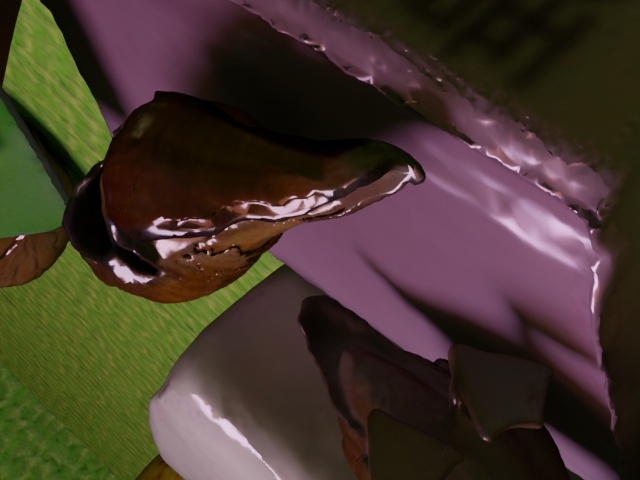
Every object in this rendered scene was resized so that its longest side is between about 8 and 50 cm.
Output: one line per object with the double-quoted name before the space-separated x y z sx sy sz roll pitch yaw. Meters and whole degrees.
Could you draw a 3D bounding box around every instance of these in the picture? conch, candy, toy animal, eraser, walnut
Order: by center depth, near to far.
"conch" -0.046 -0.025 0.702 0.233 0.086 0.080 145 119 -62
"toy animal" 0.057 0.104 0.755 0.188 0.089 0.179 47 168 35
"eraser" 0.026 -0.066 0.771 0.359 0.122 0.272 36 163 30
"candy" 0.102 0.141 0.917 0.359 0.208 0.145 42 162 12
"walnut" -0.312 -0.040 1.544 0.207 0.167 0.167 22 152 47

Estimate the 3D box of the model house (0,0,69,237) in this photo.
"model house" -0.309 -0.191 0.889 0.340 0.323 0.300 -7 143 14

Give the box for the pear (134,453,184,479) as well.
"pear" -0.052 0.285 1.511 0.281 0.281 0.281 40 162 16
